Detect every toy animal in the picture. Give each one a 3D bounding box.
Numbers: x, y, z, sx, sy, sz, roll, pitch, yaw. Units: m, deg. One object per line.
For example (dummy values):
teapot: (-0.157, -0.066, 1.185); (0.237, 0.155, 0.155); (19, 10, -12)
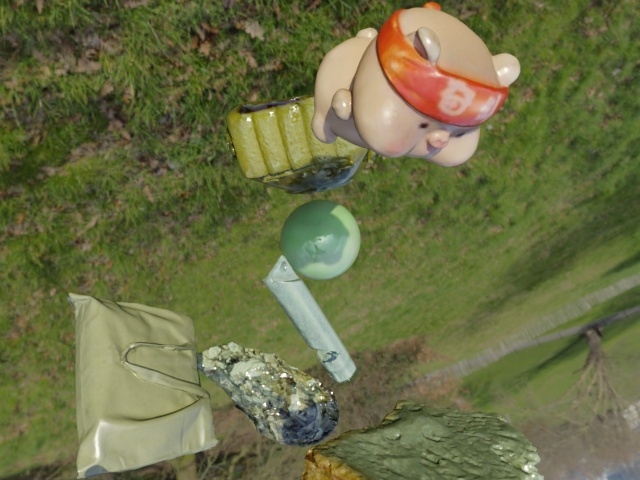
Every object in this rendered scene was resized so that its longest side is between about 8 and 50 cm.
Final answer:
toy animal: (0.093, -0.156, 0.567); (0.171, 0.172, 0.197); (1, -173, -32)

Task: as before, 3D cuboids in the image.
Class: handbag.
handbag: (-0.312, 0.243, 0.966); (0.253, 0.316, 0.109); (18, 130, -44)

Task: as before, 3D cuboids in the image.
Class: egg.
egg: (0.000, 0.000, 1.493); (0.220, 0.221, 0.270); (-26, -170, 8)

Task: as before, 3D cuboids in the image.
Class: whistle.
whistle: (-0.016, 0.155, 1.024); (0.062, 0.062, 0.312); (-25, 125, 7)

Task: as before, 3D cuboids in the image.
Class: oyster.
oyster: (-0.126, 0.336, 1.220); (0.350, 0.162, 0.158); (29, 153, -1)

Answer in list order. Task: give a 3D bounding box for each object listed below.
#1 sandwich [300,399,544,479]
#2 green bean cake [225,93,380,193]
sandwich: (0.171, 0.350, 0.802); (0.325, 0.262, 0.131); (-8, 105, -47)
green bean cake: (-0.013, -0.214, 1.156); (0.309, 0.202, 0.285); (-5, -163, 18)
